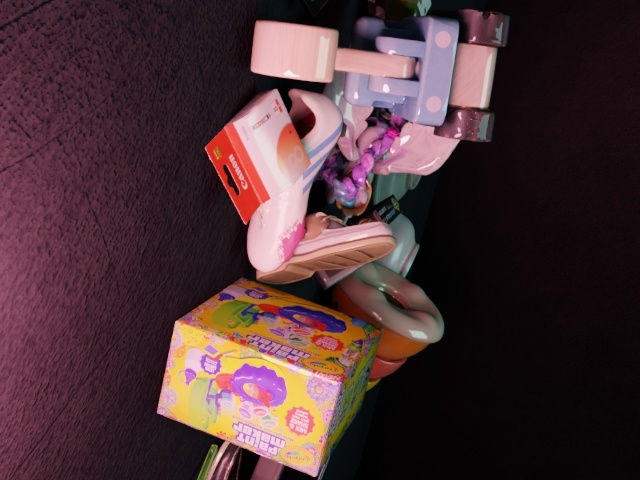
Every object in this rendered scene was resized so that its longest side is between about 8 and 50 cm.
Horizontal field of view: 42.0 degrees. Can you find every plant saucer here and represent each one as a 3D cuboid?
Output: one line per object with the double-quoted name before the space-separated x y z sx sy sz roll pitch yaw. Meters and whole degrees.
"plant saucer" 0.268 -0.270 2.545 0.400 0.100 0.401 18 90 -77

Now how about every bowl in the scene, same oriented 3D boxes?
"bowl" 0.223 0.048 2.633 0.298 0.134 0.298 -59 169 -20

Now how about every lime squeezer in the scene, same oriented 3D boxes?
"lime squeezer" -0.259 0.503 1.595 0.310 0.058 0.110 -24 131 -71

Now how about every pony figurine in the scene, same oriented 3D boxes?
"pony figurine" 0.113 -0.196 1.782 0.363 0.302 0.351 -81 -164 -81

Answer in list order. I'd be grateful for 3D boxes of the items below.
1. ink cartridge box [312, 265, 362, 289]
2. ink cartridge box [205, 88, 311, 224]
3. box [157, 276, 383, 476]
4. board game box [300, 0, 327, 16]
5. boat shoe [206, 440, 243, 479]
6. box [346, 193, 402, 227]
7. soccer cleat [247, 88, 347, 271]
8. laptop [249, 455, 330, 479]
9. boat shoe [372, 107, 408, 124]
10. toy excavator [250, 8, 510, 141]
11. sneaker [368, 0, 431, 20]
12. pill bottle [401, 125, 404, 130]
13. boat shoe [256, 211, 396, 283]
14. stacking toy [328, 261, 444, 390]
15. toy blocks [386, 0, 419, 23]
"ink cartridge box" 0.074 0.054 2.000 0.189 0.066 0.232 -32 170 -7
"ink cartridge box" -0.093 -0.135 1.305 0.145 0.045 0.179 64 36 -26
"box" -0.078 0.222 1.441 0.279 0.289 0.177 -37 143 -68
"board game box" 0.044 -0.490 1.312 0.260 0.030 0.136 -50 153 0
"boat shoe" -0.206 0.593 1.797 0.127 0.113 0.340 11 97 -76
"box" 0.070 -0.019 1.921 0.220 0.051 0.175 -29 -177 24
"soccer cleat" -0.072 -0.111 1.465 0.143 0.116 0.331 23 89 -52
"laptop" -0.110 0.513 1.963 0.236 0.407 0.382 35 68 -31
"boat shoe" 0.202 -0.383 2.028 0.123 0.116 0.324 -57 169 -13
"toy excavator" 0.099 -0.300 1.431 0.433 0.444 0.223 -115 -150 -74
"sneaker" 0.176 -0.466 1.795 0.146 0.122 0.331 -27 143 -31
"pill bottle" 0.220 -0.353 2.291 0.137 0.078 0.078 -54 158 -52
"boat shoe" 0.000 0.000 1.531 0.113 0.302 0.103 22 60 -51
"stacking toy" 0.095 0.323 2.374 0.480 0.350 0.350 -58 171 18
"toy blocks" 0.127 -0.589 1.488 0.261 0.190 0.382 -17 127 -59
